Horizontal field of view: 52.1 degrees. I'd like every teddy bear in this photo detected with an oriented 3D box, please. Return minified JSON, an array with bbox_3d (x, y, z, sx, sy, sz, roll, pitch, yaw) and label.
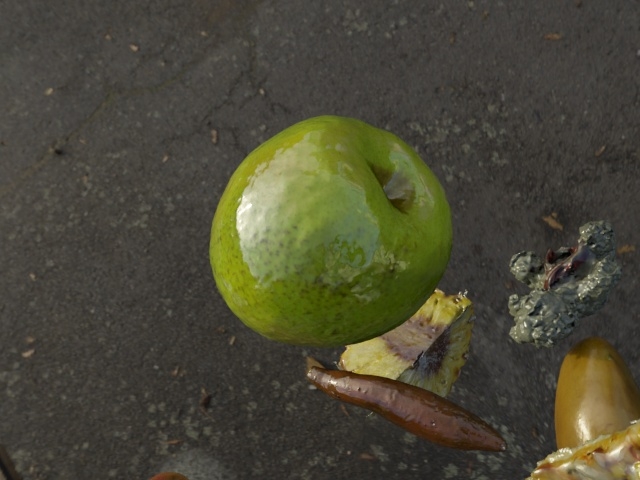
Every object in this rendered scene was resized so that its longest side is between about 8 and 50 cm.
[{"bbox_3d":[0.664,0.147,1.838,0.224,0.367,0.357,54,139,-5],"label":"teddy bear"}]

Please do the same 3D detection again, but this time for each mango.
[{"bbox_3d":[0.733,0.467,1.714,0.232,0.300,0.445,-1,55,6],"label":"mango"}]

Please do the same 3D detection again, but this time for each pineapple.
[{"bbox_3d":[0.172,0.260,1.508,0.344,0.209,0.286,-41,38,-26],"label":"pineapple"}]

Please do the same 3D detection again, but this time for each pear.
[{"bbox_3d":[0.000,0.000,1.035,0.391,0.391,0.391,-7,68,19],"label":"pear"}]

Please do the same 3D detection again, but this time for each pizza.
[{"bbox_3d":[0.247,0.175,0.439,0.185,0.176,0.036,29,45,22],"label":"pizza"}]

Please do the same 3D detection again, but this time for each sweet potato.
[{"bbox_3d":[0.096,0.196,0.788,0.265,0.057,0.057,18,78,28],"label":"sweet potato"}]

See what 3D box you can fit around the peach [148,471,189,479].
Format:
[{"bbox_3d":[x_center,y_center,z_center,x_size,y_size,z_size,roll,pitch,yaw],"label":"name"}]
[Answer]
[{"bbox_3d":[-0.206,0.357,0.871,0.101,0.101,0.100,-7,68,19],"label":"peach"}]
